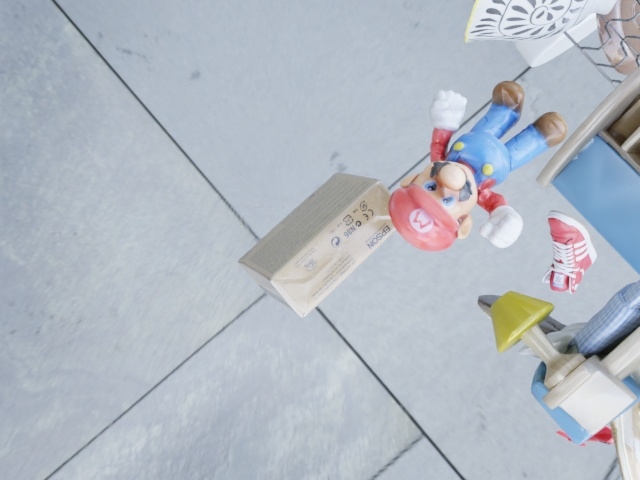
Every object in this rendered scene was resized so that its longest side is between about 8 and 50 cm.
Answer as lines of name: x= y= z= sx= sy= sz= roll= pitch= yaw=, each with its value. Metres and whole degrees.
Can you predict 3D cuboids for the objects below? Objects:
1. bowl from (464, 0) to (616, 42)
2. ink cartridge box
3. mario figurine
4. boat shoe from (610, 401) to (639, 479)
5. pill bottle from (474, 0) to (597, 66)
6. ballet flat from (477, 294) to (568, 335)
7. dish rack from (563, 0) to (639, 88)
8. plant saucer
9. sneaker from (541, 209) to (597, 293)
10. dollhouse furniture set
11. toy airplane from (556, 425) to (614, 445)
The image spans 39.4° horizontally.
bowl: x=0.159 y=-0.192 z=0.561 sx=0.080 sy=0.170 sz=0.170 roll=23 pitch=91 yaw=7
ink cartridge box: x=0.000 y=0.000 z=1.439 sx=0.234 sy=0.193 sz=0.088 roll=-43 pitch=108 yaw=-9
mario figurine: x=0.227 y=-0.111 z=1.293 sx=0.320 sy=0.198 sz=0.170 roll=-44 pitch=128 yaw=-24
boat shoe: x=0.362 y=0.220 z=1.015 sx=0.059 sy=0.063 sz=0.170 roll=-12 pitch=92 yaw=15
pill bottle: x=0.357 y=-0.532 z=1.633 sx=0.224 sy=0.224 sz=0.392 roll=-32 pitch=85 yaw=-1
ballet flat: x=0.345 y=0.144 z=1.384 sx=0.084 sy=0.249 sz=0.058 roll=-11 pitch=116 yaw=-44
dish rack: x=0.321 y=-0.225 z=0.815 sx=0.271 sy=0.074 sz=0.208 roll=43 pitch=108 yaw=-9
plant saucer: x=0.447 y=-0.323 z=1.281 sx=0.168 sy=0.029 sz=0.169 roll=-3 pitch=94 yaw=-46
sneaker: x=0.274 y=0.018 z=1.010 sx=0.067 sy=0.042 sz=0.118 roll=-57 pitch=137 yaw=-9
dollhouse furniture set: x=0.246 y=-0.051 z=0.605 sx=0.198 sy=0.303 sz=0.286 roll=50 pitch=120 yaw=21
toy airplane: x=0.469 y=0.334 z=1.536 sx=0.151 sy=0.151 sz=0.028 roll=23 pitch=70 yaw=-3
